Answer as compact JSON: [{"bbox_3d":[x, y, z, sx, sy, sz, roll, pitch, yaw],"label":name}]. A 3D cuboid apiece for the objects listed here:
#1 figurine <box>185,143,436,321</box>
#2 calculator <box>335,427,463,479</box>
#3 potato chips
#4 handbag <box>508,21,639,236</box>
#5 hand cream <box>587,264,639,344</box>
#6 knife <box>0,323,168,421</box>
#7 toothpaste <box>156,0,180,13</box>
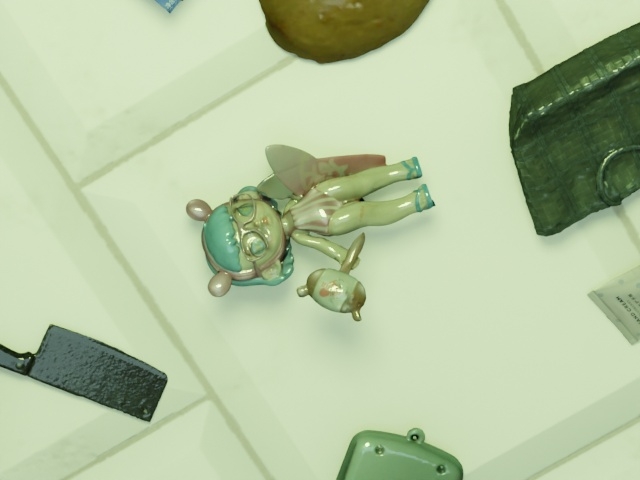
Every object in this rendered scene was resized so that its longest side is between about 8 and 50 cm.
[{"bbox_3d":[-0.002,-0.004,1.941,0.260,0.103,0.205,-18,82,-1],"label":"figurine"},{"bbox_3d":[0.072,0.325,2.087,0.141,0.045,0.246,17,106,-8],"label":"calculator"},{"bbox_3d":[0.031,-0.267,1.896,0.201,0.049,0.150,-22,102,11],"label":"potato chips"},{"bbox_3d":[0.323,-0.126,1.941,0.270,0.088,0.175,-27,114,6],"label":"handbag"},{"bbox_3d":[0.379,0.052,2.016,0.142,0.053,0.084,-37,107,19],"label":"hand cream"},{"bbox_3d":[-0.292,0.132,2.026,0.245,0.019,0.072,21,102,-12],"label":"knife"},{"bbox_3d":[-0.092,-0.358,1.857,0.066,0.053,0.272,39,103,-13],"label":"toothpaste"}]
